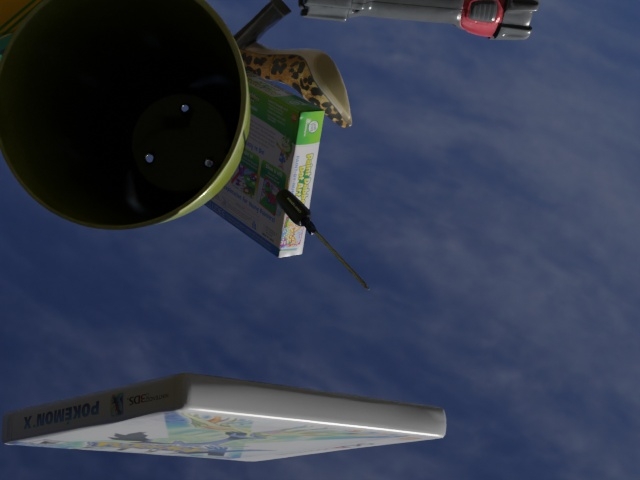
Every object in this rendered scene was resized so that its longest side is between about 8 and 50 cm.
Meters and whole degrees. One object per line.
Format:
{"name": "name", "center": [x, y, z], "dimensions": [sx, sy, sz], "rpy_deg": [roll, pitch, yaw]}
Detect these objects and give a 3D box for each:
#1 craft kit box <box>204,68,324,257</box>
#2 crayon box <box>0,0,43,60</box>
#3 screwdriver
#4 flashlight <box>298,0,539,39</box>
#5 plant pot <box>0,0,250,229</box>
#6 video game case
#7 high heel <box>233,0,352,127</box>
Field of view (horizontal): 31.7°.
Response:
{"name": "craft kit box", "center": [-0.102, -0.133, 1.842], "dimensions": [0.061, 0.247, 0.250], "rpy_deg": [-11, -150, -35]}
{"name": "crayon box", "center": [-0.441, -0.388, 1.403], "dimensions": [0.313, 0.106, 0.363], "rpy_deg": [-19, -105, -32]}
{"name": "screwdriver", "center": [0.000, 0.000, 1.246], "dimensions": [0.025, 0.024, 0.170], "rpy_deg": [-10, -134, -34]}
{"name": "flashlight", "center": [0.125, -0.320, 1.459], "dimensions": [0.304, 0.103, 0.103], "rpy_deg": [4, -108, -8]}
{"name": "plant pot", "center": [-0.194, -0.138, 1.319], "dimensions": [0.274, 0.275, 0.293], "rpy_deg": [22, 179, 8]}
{"name": "video game case", "center": [-0.094, 0.183, 1.111], "dimensions": [0.329, 0.300, 0.036], "rpy_deg": [15, -113, -41]}
{"name": "high heel", "center": [-0.066, -0.270, 1.977], "dimensions": [0.261, 0.186, 0.093], "rpy_deg": [55, -146, 4]}
